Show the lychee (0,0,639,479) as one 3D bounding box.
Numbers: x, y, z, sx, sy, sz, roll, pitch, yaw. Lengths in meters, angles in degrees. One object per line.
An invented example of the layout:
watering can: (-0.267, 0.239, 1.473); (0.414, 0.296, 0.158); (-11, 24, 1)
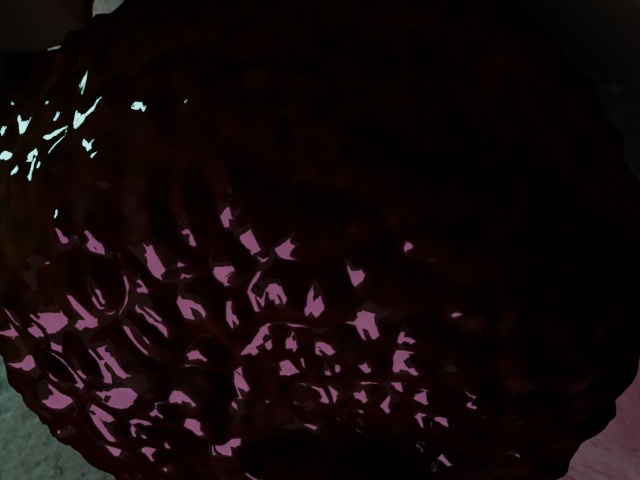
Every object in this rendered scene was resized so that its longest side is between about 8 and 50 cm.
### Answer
lychee: (0.000, 0.000, 0.634); (0.260, 0.260, 0.260); (39, 167, 11)

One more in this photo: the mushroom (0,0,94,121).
mushroom: (-0.233, -0.145, 0.854); (0.362, 0.295, 0.362); (-18, -90, -83)
